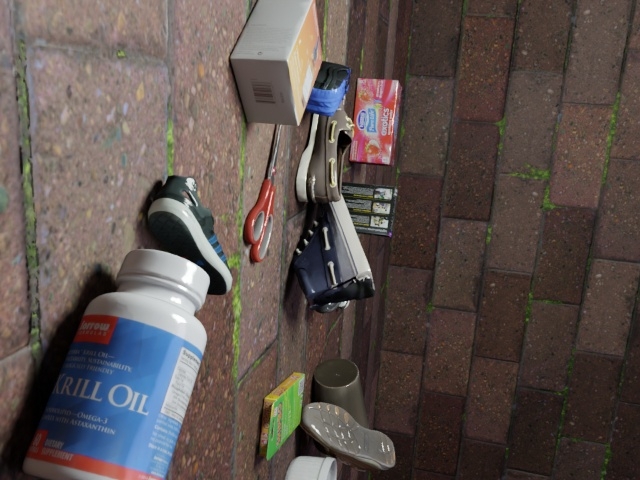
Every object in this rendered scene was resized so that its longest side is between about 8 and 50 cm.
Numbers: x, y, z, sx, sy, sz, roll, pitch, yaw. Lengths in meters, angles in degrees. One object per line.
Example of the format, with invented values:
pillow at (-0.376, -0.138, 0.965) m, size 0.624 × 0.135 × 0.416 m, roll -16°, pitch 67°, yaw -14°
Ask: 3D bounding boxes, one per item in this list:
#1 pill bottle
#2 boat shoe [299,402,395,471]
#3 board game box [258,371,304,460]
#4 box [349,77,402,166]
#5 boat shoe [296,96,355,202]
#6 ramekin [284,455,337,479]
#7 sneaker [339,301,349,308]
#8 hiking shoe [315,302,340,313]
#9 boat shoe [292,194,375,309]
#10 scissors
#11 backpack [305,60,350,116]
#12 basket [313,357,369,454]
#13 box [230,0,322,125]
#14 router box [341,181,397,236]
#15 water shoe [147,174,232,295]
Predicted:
pill bottle at (-0.183, 0.126, 0.588) m, size 0.124 × 0.124 × 0.221 m, roll 74°, pitch 25°, yaw -60°
boat shoe at (0.058, 0.547, 1.643) m, size 0.324 × 0.116 × 0.123 m, roll 37°, pitch 38°, yaw -22°
board game box at (-0.085, 0.386, 1.358) m, size 0.259 × 0.039 × 0.124 m, roll -6°, pitch 102°, yaw -80°
box at (0.171, -0.361, 1.875) m, size 0.123 × 0.128 × 0.256 m, roll -16°, pitch 113°, yaw -76°
boat shoe at (0.026, -0.228, 1.377) m, size 0.116 × 0.097 × 0.324 m, roll 73°, pitch 27°, yaw -61°
ramekin at (-0.032, 0.659, 1.569) m, size 0.207 × 0.109 × 0.207 m, roll 6°, pitch 90°, yaw -78°
sneaker at (0.071, 0.166, 1.941) m, size 0.043 × 0.040 × 0.109 m, roll 49°, pitch 43°, yaw -51°
hiking shoe at (0.012, 0.082, 1.564) m, size 0.226 × 0.086 × 0.114 m, roll -78°, pitch 154°, yaw -45°
boat shoe at (0.000, 0.000, 1.383) m, size 0.127 × 0.158 × 0.340 m, roll 74°, pitch -2°, yaw -50°
scissors at (-0.092, -0.106, 1.115) m, size 0.109 × 0.021 × 0.296 m, roll 67°, pitch 31°, yaw -61°
backpack at (0.008, -0.308, 1.257) m, size 0.120 × 0.098 × 0.101 m, roll -68°, pitch 164°, yaw -51°
basket at (0.053, 0.471, 1.765) m, size 0.204 × 0.154 × 0.226 m, roll -40°, pitch 134°, yaw -45°
box at (-0.064, -0.289, 0.966) m, size 0.130 × 0.091 × 0.170 m, roll 79°, pitch 22°, yaw -53°
router box at (0.108, -0.085, 1.630) m, size 0.046 × 0.179 × 0.133 m, roll 20°, pitch 78°, yaw -75°
water shoe at (-0.152, -0.002, 0.775) m, size 0.203 × 0.073 × 0.080 m, roll 79°, pitch 20°, yaw -55°
